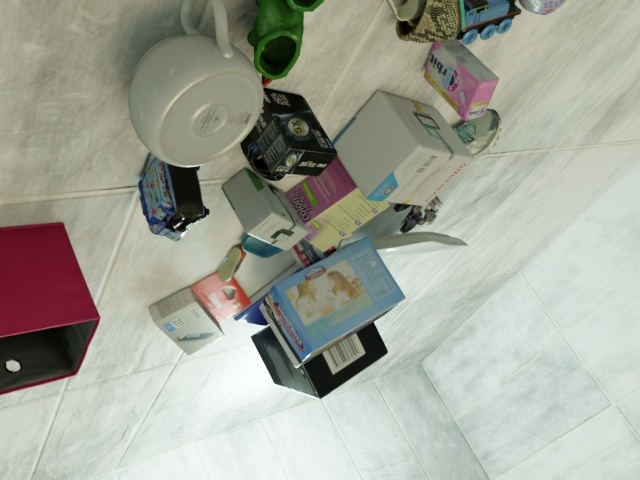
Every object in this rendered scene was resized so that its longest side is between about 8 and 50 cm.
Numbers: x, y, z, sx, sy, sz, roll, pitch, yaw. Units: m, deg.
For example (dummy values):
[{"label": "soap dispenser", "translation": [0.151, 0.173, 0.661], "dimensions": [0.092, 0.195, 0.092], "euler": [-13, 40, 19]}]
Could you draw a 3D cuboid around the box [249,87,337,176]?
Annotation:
[{"label": "box", "translation": [-0.071, -0.232, 1.488], "dimensions": [0.147, 0.180, 0.077], "euler": [0, 143, -46]}]

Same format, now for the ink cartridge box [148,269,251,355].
[{"label": "ink cartridge box", "translation": [-0.353, 0.225, 2.150], "dimensions": [0.261, 0.066, 0.296], "euler": [-28, 151, -4]}]

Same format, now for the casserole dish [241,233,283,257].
[{"label": "casserole dish", "translation": [-0.157, -0.005, 1.993], "dimensions": [0.114, 0.037, 0.188], "euler": [-37, 155, 13]}]

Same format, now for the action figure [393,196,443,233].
[{"label": "action figure", "translation": [0.281, -0.118, 2.109], "dimensions": [0.099, 0.185, 0.285], "euler": [-29, 166, -8]}]

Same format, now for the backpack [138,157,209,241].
[{"label": "backpack", "translation": [-0.334, -0.083, 1.524], "dimensions": [0.117, 0.158, 0.173], "euler": [1, 153, -36]}]

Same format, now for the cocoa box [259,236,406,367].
[{"label": "cocoa box", "translation": [0.033, 0.184, 2.093], "dimensions": [0.347, 0.231, 0.228], "euler": [-27, 168, -24]}]

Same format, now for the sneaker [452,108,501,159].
[{"label": "sneaker", "translation": [0.398, -0.275, 2.016], "dimensions": [0.122, 0.110, 0.283], "euler": [9, 135, -49]}]

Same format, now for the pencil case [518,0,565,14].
[{"label": "pencil case", "translation": [0.468, -0.600, 1.469], "dimensions": [0.114, 0.124, 0.273], "euler": [-13, 158, 14]}]

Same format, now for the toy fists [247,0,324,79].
[{"label": "toy fists", "translation": [-0.055, -0.422, 1.204], "dimensions": [0.096, 0.142, 0.279], "euler": [15, 137, -15]}]

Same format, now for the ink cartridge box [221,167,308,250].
[{"label": "ink cartridge box", "translation": [-0.136, -0.074, 1.749], "dimensions": [0.087, 0.153, 0.208], "euler": [-37, 156, 12]}]

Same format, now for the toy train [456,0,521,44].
[{"label": "toy train", "translation": [0.370, -0.513, 1.572], "dimensions": [0.184, 0.080, 0.105], "euler": [-21, 148, -19]}]

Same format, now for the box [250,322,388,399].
[{"label": "box", "translation": [-0.013, 0.355, 2.380], "dimensions": [0.293, 0.212, 0.395], "euler": [-30, -172, -25]}]

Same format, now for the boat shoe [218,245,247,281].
[{"label": "boat shoe", "translation": [-0.252, 0.067, 2.010], "dimensions": [0.043, 0.049, 0.137], "euler": [-26, 154, -54]}]

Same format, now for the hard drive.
[{"label": "hard drive", "translation": [-0.125, 0.182, 2.374], "dimensions": [0.319, 0.040, 0.210], "euler": [-37, 154, 15]}]

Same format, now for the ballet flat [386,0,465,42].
[{"label": "ballet flat", "translation": [0.189, -0.526, 1.276], "dimensions": [0.182, 0.164, 0.483], "euler": [-13, 157, 0]}]

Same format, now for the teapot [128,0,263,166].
[{"label": "teapot", "translation": [-0.236, -0.271, 1.224], "dimensions": [0.256, 0.187, 0.252], "euler": [-36, 155, -4]}]

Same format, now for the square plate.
[{"label": "square plate", "translation": [0.273, 0.015, 2.319], "dimensions": [0.344, 0.049, 0.347], "euler": [-8, 173, 30]}]

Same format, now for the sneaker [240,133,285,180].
[{"label": "sneaker", "translation": [-0.125, -0.180, 1.631], "dimensions": [0.081, 0.090, 0.232], "euler": [-33, 155, 5]}]

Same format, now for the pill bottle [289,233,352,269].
[{"label": "pill bottle", "translation": [0.000, 0.000, 2.091], "dimensions": [0.180, 0.108, 0.108], "euler": [-33, 155, 5]}]

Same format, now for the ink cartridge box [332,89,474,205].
[{"label": "ink cartridge box", "translation": [0.214, -0.228, 1.788], "dimensions": [0.270, 0.197, 0.198], "euler": [3, 139, -50]}]

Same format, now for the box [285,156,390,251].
[{"label": "box", "translation": [0.039, -0.104, 1.927], "dimensions": [0.243, 0.117, 0.213], "euler": [-36, 155, 10]}]

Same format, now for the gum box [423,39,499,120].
[{"label": "gum box", "translation": [0.323, -0.386, 1.634], "dimensions": [0.062, 0.188, 0.107], "euler": [-17, 145, -26]}]

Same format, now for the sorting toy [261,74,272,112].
[{"label": "sorting toy", "translation": [-0.155, -0.268, 1.380], "dimensions": [0.274, 0.132, 0.046], "euler": [-40, 121, 19]}]

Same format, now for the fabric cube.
[{"label": "fabric cube", "translation": [-0.653, 0.148, 1.472], "dimensions": [0.254, 0.258, 0.259], "euler": [-10, 148, -39]}]
